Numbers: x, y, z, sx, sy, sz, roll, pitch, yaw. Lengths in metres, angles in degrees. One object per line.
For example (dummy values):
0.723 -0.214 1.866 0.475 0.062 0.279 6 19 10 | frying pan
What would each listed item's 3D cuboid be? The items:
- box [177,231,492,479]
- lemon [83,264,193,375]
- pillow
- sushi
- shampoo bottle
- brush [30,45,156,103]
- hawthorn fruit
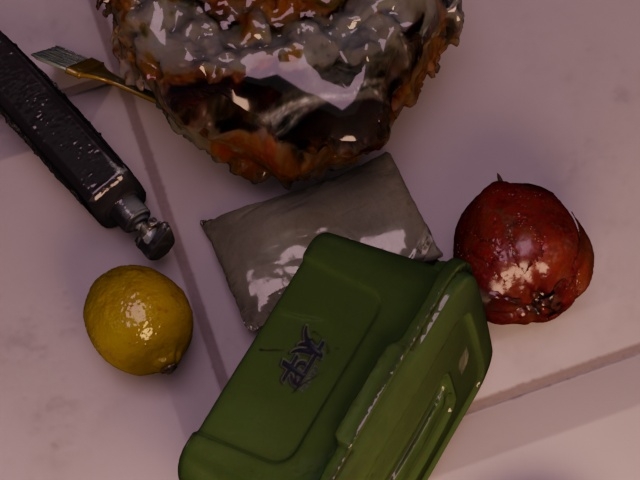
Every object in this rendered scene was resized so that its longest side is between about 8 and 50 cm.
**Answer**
0.019 0.166 1.375 0.178 0.252 0.328 25 70 24 | box
-0.187 0.083 1.474 0.109 0.109 0.133 -30 64 -10 | lemon
0.000 0.000 1.536 0.230 0.050 0.148 -19 60 -8 | pillow
-0.044 -0.271 1.538 0.418 0.176 0.417 0 74 -1 | sushi
-0.269 -0.096 1.550 0.071 0.098 0.309 -39 73 -10 | shampoo bottle
-0.214 -0.173 1.603 0.218 0.082 0.010 23 108 3 | brush
0.204 0.005 1.484 0.148 0.148 0.172 -13 57 -4 | hawthorn fruit
